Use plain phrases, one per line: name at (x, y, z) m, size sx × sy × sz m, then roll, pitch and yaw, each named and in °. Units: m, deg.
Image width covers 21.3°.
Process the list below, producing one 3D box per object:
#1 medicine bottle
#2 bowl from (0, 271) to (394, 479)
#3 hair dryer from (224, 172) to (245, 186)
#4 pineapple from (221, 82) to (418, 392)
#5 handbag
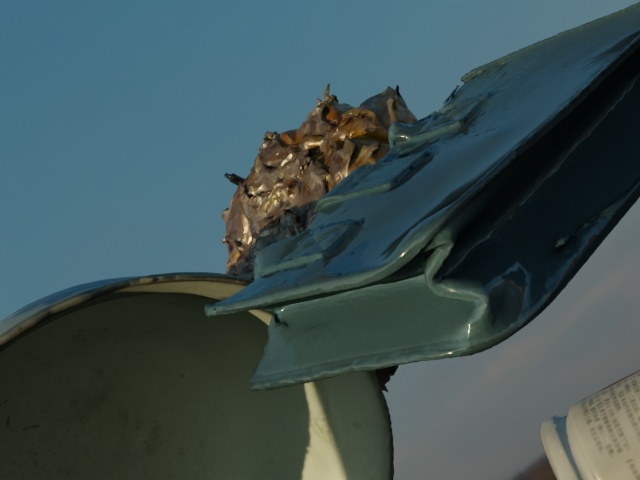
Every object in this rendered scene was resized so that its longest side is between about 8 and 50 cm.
medicine bottle at (0.122, 0.064, 0.553) m, size 0.089 × 0.057 × 0.057 m, roll -29°, pitch -10°, yaw 11°
bowl at (-0.125, 0.129, 0.996) m, size 0.313 × 0.146 × 0.313 m, roll -12°, pitch -60°, yaw -22°
hair dryer at (-0.003, -0.014, 1.241) m, size 0.071 × 0.150 × 0.047 m, roll -52°, pitch 10°, yaw 45°
pineapple at (0.000, 0.000, 1.056) m, size 0.076 × 0.224 × 0.225 m, roll 15°, pitch -45°, yaw -35°
handbag at (0.067, -0.020, 0.797) m, size 0.179 × 0.062 × 0.229 m, roll -16°, pitch 20°, yaw 48°
